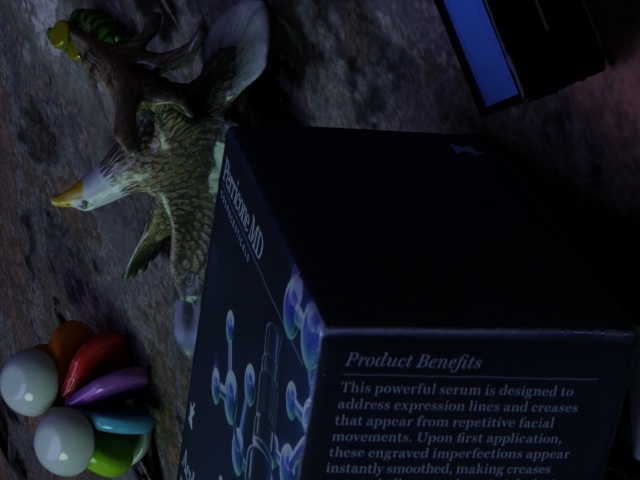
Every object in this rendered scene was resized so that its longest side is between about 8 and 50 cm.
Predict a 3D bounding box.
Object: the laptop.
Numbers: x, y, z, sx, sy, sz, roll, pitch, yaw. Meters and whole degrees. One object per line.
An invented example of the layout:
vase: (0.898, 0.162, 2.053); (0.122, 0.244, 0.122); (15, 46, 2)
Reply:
laptop: (0.079, -0.193, 1.268); (0.136, 0.264, 0.234); (-22, 92, 26)

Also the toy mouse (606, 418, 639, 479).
toy mouse: (0.256, 0.165, 1.339); (0.161, 0.031, 0.143); (51, 149, 28)

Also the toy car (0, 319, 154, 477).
toy car: (-0.251, 0.171, 2.160); (0.136, 0.159, 0.182); (-42, 68, 23)

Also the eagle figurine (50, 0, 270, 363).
eagle figurine: (-0.123, -0.054, 1.696); (0.225, 0.226, 0.298); (1, 139, 29)

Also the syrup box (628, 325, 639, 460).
syrup box: (0.295, 0.117, 1.164); (0.237, 0.096, 0.093); (26, 130, 51)

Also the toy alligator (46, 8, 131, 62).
toy alligator: (-0.207, -0.186, 1.884); (0.189, 0.056, 0.051); (35, 99, 46)

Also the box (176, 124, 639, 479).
box: (0.036, 0.159, 1.356); (0.293, 0.212, 0.396); (-117, 33, -59)
